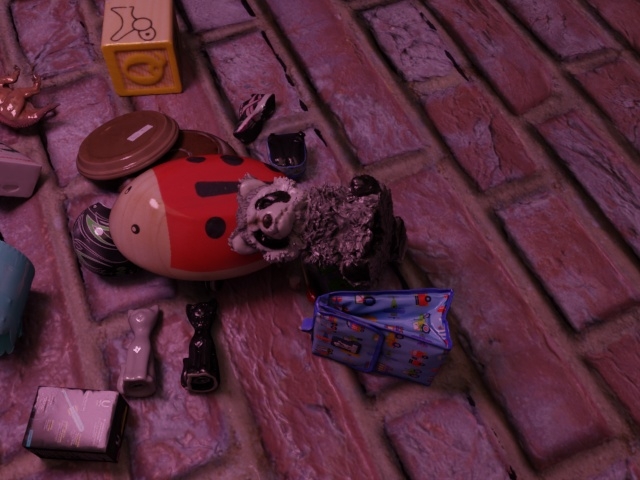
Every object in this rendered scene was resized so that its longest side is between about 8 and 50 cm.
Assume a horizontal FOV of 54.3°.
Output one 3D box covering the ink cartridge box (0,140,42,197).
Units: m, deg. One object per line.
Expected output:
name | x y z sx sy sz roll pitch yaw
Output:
ink cartridge box | -0.824 -0.196 1.526 0.219 0.160 0.092 29 100 15

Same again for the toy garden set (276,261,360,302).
toy garden set | -0.016 0.045 1.482 0.204 0.049 0.244 -23 63 -17

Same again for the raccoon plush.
raccoon plush | 0.000 0.000 1.340 0.299 0.446 0.216 7 73 19

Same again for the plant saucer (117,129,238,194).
plant saucer | -0.361 -0.189 1.570 0.311 0.050 0.310 -3 47 3

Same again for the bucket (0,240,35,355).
bucket | -0.745 0.108 1.292 0.281 0.281 0.183 7 57 2

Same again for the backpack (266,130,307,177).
backpack | -0.085 -0.213 1.613 0.105 0.084 0.114 -5 55 -6

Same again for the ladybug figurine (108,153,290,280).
ladybug figurine | -0.228 -0.071 1.371 0.450 0.162 0.305 -11 63 -27

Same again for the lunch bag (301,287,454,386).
lunch bag | 0.107 0.185 1.295 0.293 0.221 0.138 7 59 3

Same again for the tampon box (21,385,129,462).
tampon box | -0.478 0.365 1.236 0.161 0.101 0.120 4 59 0

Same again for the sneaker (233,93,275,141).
sneaker | -0.194 -0.338 1.706 0.077 0.072 0.178 17 51 22

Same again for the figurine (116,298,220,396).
figurine | -0.325 0.221 1.349 0.215 0.092 0.209 -4 51 -3

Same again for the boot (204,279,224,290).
boot | -0.313 0.017 1.471 0.179 0.085 0.236 -4 59 1

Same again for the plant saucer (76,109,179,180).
plant saucer | -0.496 -0.253 1.592 0.278 0.041 0.277 -10 41 9

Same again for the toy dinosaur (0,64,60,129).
toy dinosaur | -0.830 -0.352 1.634 0.296 0.127 0.200 24 50 8

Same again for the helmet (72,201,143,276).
helmet | -0.482 -0.002 1.427 0.162 0.169 0.169 6 57 -17

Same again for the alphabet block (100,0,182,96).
alphabet block | -0.490 -0.542 1.738 0.193 0.193 0.197 -5 59 -3

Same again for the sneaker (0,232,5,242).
sneaker | -0.843 -0.017 1.477 0.124 0.107 0.283 -34 62 -2
